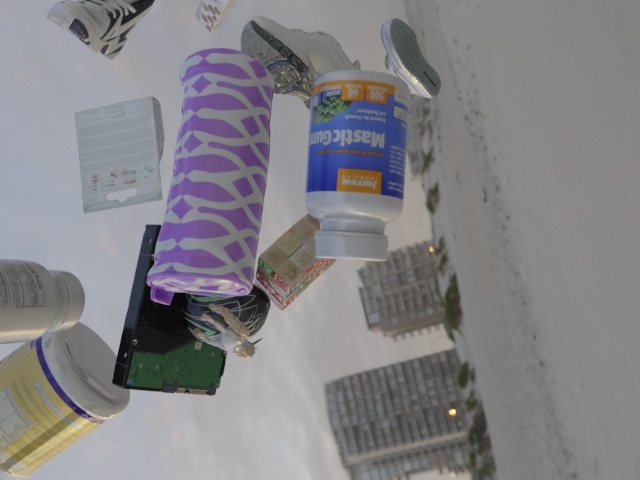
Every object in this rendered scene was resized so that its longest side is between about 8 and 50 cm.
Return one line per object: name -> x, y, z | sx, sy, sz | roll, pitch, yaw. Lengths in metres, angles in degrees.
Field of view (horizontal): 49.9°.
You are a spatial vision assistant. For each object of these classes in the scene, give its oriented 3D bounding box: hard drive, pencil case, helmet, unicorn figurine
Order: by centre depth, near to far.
pencil case -> -0.089, -0.054, 0.556 | 0.086, 0.088, 0.206 | 36, -126, -56
unicorn figurine -> -0.152, 0.158, 1.150 | 0.111, 0.060, 0.162 | 32, 166, -3
helmet -> -0.191, 0.135, 1.384 | 0.161, 0.169, 0.169 | 51, 175, 45
hard drive -> -0.295, 0.154, 1.473 | 0.236, 0.064, 0.339 | 15, -98, -40

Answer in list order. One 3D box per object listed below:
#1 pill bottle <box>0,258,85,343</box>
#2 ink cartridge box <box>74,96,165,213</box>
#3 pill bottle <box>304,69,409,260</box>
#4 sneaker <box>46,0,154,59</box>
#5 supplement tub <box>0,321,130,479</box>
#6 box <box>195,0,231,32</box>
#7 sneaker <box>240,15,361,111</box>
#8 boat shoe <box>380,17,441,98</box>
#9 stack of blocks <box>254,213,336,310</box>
pill bottle -> -0.485, 0.094, 1.064 | 0.229, 0.131, 0.131 | 9, -115, -65
ink cartridge box -> -0.434, -0.184, 1.506 | 0.066, 0.188, 0.233 | 17, -116, -80
pill bottle -> 0.053, -0.107, 1.047 | 0.152, 0.152, 0.272 | 14, -101, -73
sneaker -> -0.333, -0.376, 1.082 | 0.094, 0.153, 0.235 | 35, -176, -1
supplement tub -> -0.599, 0.347, 1.441 | 0.241, 0.331, 0.241 | 55, -177, -4
box -> -0.241, -0.603, 1.689 | 0.063, 0.067, 0.324 | 45, 165, -12
sneaker -> -0.028, -0.312, 1.201 | 0.297, 0.111, 0.130 | 25, -116, -50
boat shoe -> 0.166, -0.361, 1.407 | 0.226, 0.075, 0.083 | 43, -119, -46
stack of blocks -> 0.000, 0.000, 1.455 | 0.087, 0.297, 0.171 | 44, 159, 11
